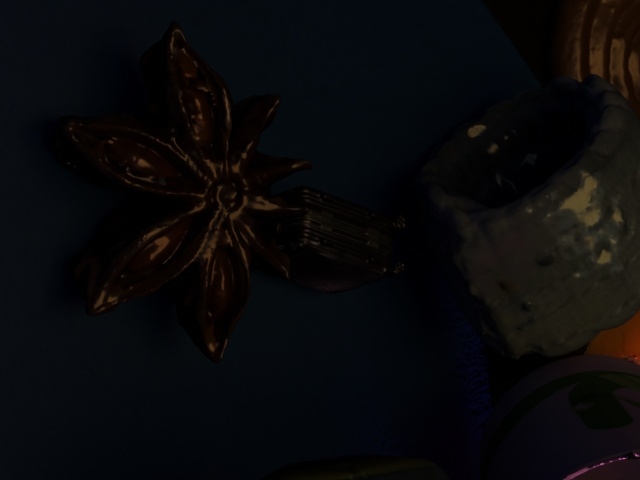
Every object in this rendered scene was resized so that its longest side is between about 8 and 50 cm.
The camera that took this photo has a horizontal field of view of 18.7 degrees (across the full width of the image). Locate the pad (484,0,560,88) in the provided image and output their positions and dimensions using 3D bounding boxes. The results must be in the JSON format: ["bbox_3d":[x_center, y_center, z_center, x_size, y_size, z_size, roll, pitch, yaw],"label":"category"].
[{"bbox_3d":[0.196,-0.244,1.813,0.190,0.004,0.127,51,59,-29],"label":"pad"}]

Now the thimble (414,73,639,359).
[{"bbox_3d":[0.196,-0.024,1.674,0.250,0.205,0.172,-47,119,-38],"label":"thimble"}]

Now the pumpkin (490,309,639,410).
[{"bbox_3d":[0.298,0.155,1.807,0.222,0.139,0.317,-50,117,-24],"label":"pumpkin"}]

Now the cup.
[{"bbox_3d":[0.239,0.229,1.560,0.253,0.274,0.253,-1,108,-3],"label":"cup"}]

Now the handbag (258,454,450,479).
[{"bbox_3d":[-0.002,0.300,1.427,0.222,0.241,0.263,-11,74,-31],"label":"handbag"}]

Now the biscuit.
[{"bbox_3d":[0.315,-0.170,1.893,0.262,0.037,0.262,0,90,-42],"label":"biscuit"}]

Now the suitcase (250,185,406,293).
[{"bbox_3d":[0.000,0.000,1.582,0.126,0.086,0.059,19,62,-40],"label":"suitcase"}]

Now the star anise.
[{"bbox_3d":[-0.113,-0.031,1.480,0.214,0.099,0.220,34,82,-17],"label":"star anise"}]
